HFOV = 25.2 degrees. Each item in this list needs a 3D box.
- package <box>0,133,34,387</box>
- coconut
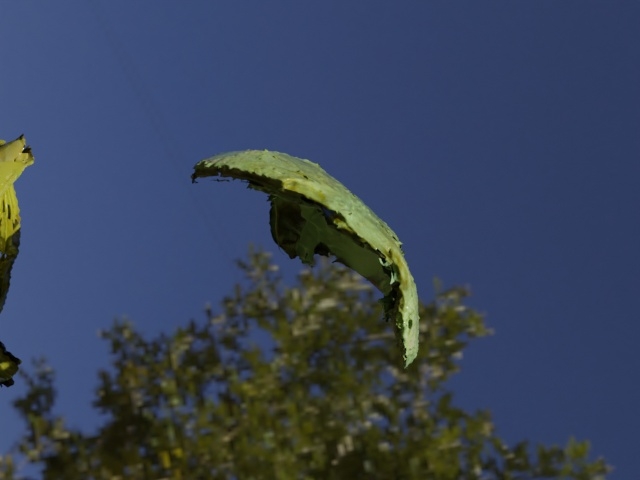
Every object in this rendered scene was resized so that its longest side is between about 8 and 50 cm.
[{"bbox_3d":[-0.270,0.011,0.785,0.090,0.226,0.168,-118,-143,-58],"label":"package"},{"bbox_3d":[0.002,-0.004,0.794,0.055,0.158,0.133,-47,-171,2],"label":"coconut"}]
